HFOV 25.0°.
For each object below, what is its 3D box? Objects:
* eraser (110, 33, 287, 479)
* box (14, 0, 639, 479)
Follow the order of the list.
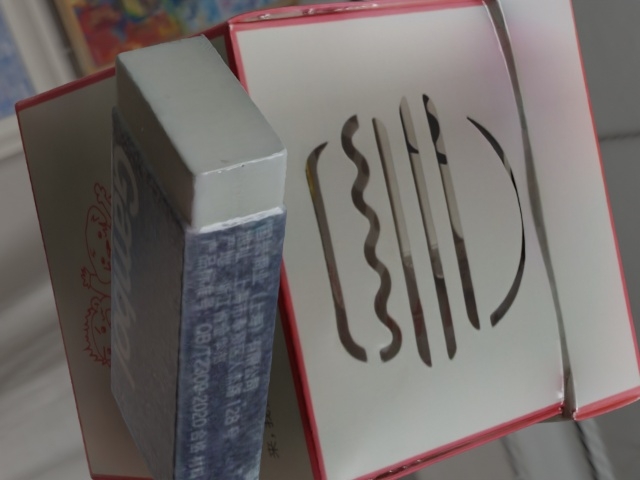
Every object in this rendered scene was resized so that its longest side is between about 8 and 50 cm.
[{"bbox_3d":[-0.058,0.022,0.639,0.092,0.046,0.212,55,-30,40],"label":"eraser"},{"bbox_3d":[0.000,0.000,1.043,0.312,0.300,0.314,-9,-87,52],"label":"box"}]
